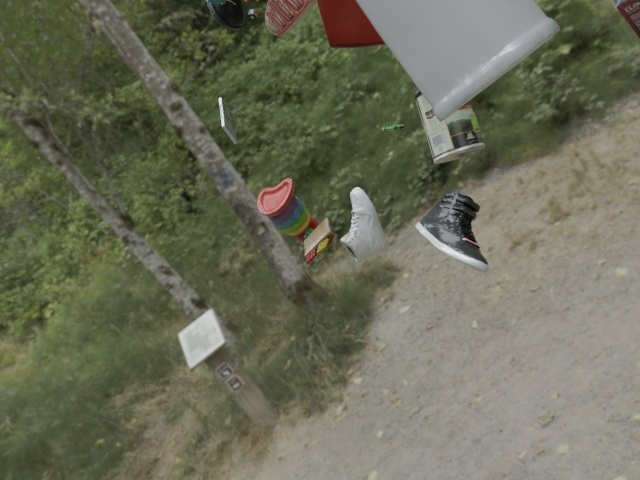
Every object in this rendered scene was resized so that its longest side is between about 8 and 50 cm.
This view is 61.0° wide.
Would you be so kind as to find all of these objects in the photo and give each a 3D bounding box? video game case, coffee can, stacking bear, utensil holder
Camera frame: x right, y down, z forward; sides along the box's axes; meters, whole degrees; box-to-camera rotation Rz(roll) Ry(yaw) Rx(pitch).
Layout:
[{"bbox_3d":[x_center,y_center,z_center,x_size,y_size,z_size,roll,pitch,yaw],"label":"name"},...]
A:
[{"bbox_3d":[-0.285,-0.368,1.671,0.011,0.121,0.087,-18,-32,11],"label":"video game case"},{"bbox_3d":[0.492,-0.456,2.076,0.202,0.275,0.201,-16,-2,-1],"label":"coffee can"},{"bbox_3d":[-0.109,-0.094,2.265,0.176,0.289,0.164,-21,46,26],"label":"stacking bear"},{"bbox_3d":[0.304,-0.534,1.281,0.328,0.385,0.327,-37,1,0],"label":"utensil holder"}]

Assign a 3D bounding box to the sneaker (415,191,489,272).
[{"bbox_3d":[0.349,-0.034,1.344,0.146,0.105,0.295,-56,26,11],"label":"sneaker"}]

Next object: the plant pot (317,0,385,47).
[{"bbox_3d":[0.137,-0.827,1.955,0.236,0.267,0.267,-9,22,22],"label":"plant pot"}]

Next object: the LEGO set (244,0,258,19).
[{"bbox_3d":[-0.191,-0.749,1.502,0.060,0.244,0.182,9,12,20],"label":"LEGO set"}]

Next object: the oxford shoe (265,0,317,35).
[{"bbox_3d":[-0.006,-0.730,1.504,0.397,0.140,0.147,-44,-16,33],"label":"oxford shoe"}]

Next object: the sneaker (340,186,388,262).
[{"bbox_3d":[0.147,-0.057,2.194,0.169,0.292,0.108,-25,4,-15],"label":"sneaker"}]

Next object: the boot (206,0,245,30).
[{"bbox_3d":[-0.318,-1.107,2.156,0.146,0.366,0.445,-27,5,-38],"label":"boot"}]

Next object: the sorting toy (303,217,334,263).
[{"bbox_3d":[0.000,0.000,2.034,0.132,0.046,0.274,-46,19,16],"label":"sorting toy"}]

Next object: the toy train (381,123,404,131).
[{"bbox_3d":[0.262,-0.405,1.955,0.083,0.017,0.023,-9,22,-4],"label":"toy train"}]

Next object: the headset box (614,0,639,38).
[{"bbox_3d":[0.831,-0.622,1.378,0.110,0.293,0.218,-29,46,41],"label":"headset box"}]

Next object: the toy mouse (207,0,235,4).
[{"bbox_3d":[-0.340,-0.800,1.751,0.161,0.143,0.031,-88,19,-48],"label":"toy mouse"}]
